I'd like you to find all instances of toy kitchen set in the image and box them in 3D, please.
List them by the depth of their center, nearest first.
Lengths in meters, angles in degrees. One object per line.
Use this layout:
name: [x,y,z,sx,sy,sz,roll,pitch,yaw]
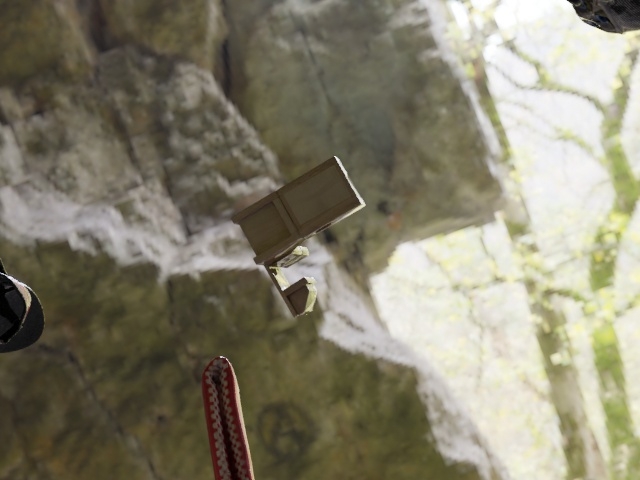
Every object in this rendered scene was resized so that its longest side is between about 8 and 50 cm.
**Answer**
toy kitchen set: [0.000,0.000,0.798,0.075,0.068,0.083,-30,-7,8]

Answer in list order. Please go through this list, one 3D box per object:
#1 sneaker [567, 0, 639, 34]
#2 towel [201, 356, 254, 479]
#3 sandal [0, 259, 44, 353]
sneaker: [0.071,-0.121,0.500,0.217,0.079,0.121,4,-18,19]
towel: [-0.032,0.215,0.721,0.031,0.199,0.275,-10,-36,-6]
sandal: [-0.253,0.046,0.984,0.067,0.040,0.179,-37,-28,-14]
